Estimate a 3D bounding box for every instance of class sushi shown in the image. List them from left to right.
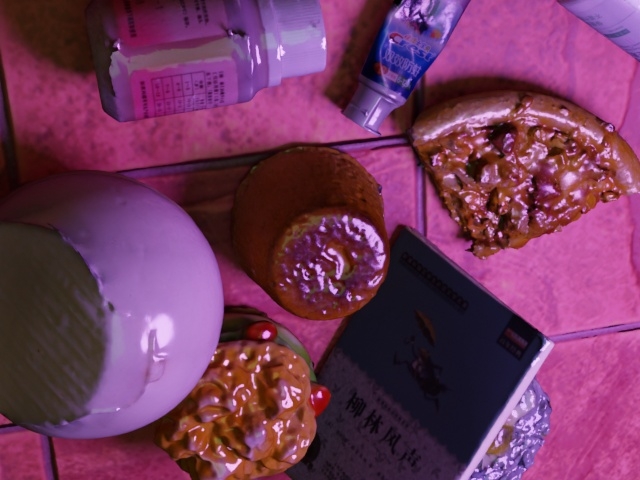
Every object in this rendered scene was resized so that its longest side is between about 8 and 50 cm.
[{"bbox_3d":[0.186,0.243,1.517,0.184,0.139,0.274,35,91,-32],"label":"sushi"}]

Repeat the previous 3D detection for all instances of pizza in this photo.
[{"bbox_3d":[0.251,-0.074,1.438,0.335,0.086,0.226,12,109,-20],"label":"pizza"}]

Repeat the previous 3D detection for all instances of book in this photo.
[{"bbox_3d":[0.103,0.205,1.439,0.031,0.264,0.379,11,113,-48],"label":"book"}]

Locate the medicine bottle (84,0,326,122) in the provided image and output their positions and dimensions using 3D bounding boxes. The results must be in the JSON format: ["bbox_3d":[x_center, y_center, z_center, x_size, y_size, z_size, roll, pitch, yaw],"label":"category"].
[{"bbox_3d":[-0.123,-0.213,1.248,0.247,0.147,0.147,-10,116,-10],"label":"medicine bottle"}]

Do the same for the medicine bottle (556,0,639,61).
[{"bbox_3d":[0.416,-0.268,1.364,0.274,0.133,0.133,28,104,-23],"label":"medicine bottle"}]

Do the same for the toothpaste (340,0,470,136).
[{"bbox_3d":[0.112,-0.250,1.346,0.096,0.061,0.266,26,99,-22],"label":"toothpaste"}]

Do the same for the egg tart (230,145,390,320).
[{"bbox_3d":[0.000,0.000,1.372,0.202,0.147,0.202,-6,114,-14],"label":"egg tart"}]

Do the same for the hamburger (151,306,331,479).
[{"bbox_3d":[-0.103,0.203,1.427,0.237,0.149,0.237,-3,111,-7],"label":"hamburger"}]

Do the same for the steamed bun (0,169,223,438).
[{"bbox_3d":[-0.237,0.065,1.291,0.309,0.309,0.309,-5,115,-12],"label":"steamed bun"}]
